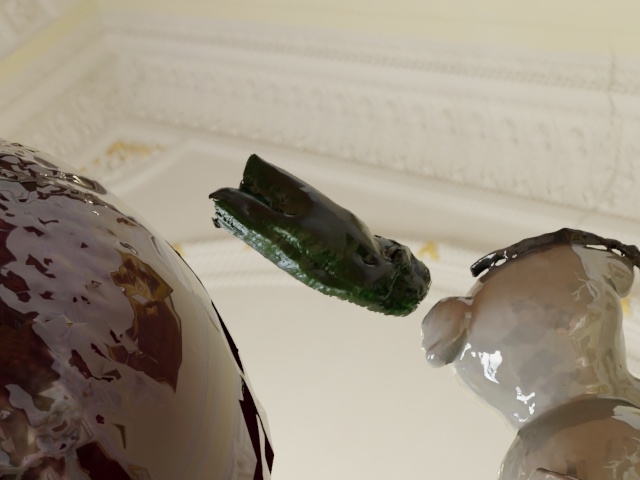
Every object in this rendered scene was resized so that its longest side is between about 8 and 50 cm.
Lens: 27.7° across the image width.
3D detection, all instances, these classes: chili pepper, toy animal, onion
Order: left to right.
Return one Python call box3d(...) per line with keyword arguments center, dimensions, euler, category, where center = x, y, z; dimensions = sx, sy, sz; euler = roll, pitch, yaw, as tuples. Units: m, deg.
box3d(center=(-0.143, 0.102, 0.480), dimensions=(0.260, 0.282, 0.336), euler=(-13, -151, -23), category="onion")
box3d(center=(0.001, -0.001, 1.179), dimensions=(0.061, 0.224, 0.098), euler=(-40, -155, 47), category="chili pepper")
box3d(center=(0.198, 0.159, 1.056), dimensions=(0.182, 0.247, 0.310), euler=(-29, -130, 37), category="toy animal")
